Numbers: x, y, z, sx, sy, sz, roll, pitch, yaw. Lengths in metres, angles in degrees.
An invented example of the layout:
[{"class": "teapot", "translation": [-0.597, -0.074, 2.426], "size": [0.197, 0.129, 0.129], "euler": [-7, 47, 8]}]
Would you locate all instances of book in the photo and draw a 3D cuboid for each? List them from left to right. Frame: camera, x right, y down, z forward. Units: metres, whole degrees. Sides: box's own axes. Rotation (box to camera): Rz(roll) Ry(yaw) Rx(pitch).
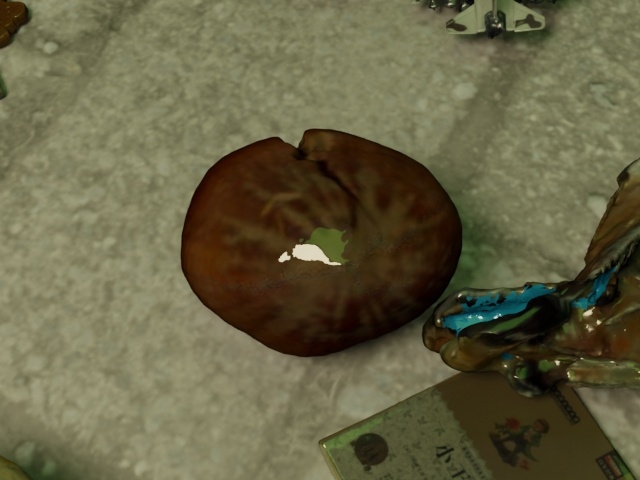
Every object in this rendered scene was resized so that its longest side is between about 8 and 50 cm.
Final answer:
[{"class": "book", "translation": [0.115, 0.166, 0.755], "size": [0.198, 0.016, 0.138], "euler": [-23, 62, -15]}]

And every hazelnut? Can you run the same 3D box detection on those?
[{"class": "hazelnut", "translation": [-0.001, -0.003, 0.761], "size": [0.212, 0.181, 0.181], "euler": [-9, 60, -6]}]

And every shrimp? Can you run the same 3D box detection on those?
[{"class": "shrimp", "translation": [0.289, 0.014, 0.803], "size": [0.445, 0.110, 0.221], "euler": [-15, 57, -20]}]

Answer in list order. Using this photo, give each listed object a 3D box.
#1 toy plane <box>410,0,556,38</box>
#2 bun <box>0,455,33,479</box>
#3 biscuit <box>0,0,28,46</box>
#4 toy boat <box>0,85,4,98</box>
[{"class": "toy plane", "translation": [0.170, -0.269, 1.004], "size": [0.160, 0.082, 0.234], "euler": [-2, 43, 9]}, {"class": "bun", "translation": [-0.232, 0.240, 0.644], "size": [0.222, 0.127, 0.222], "euler": [-5, 76, 22]}, {"class": "biscuit", "translation": [-0.334, -0.218, 0.984], "size": [0.082, 0.016, 0.092], "euler": [-42, 66, -18]}, {"class": "toy boat", "translation": [-0.356, -0.138, 0.933], "size": [0.115, 0.016, 0.063], "euler": [-22, 61, -15]}]
